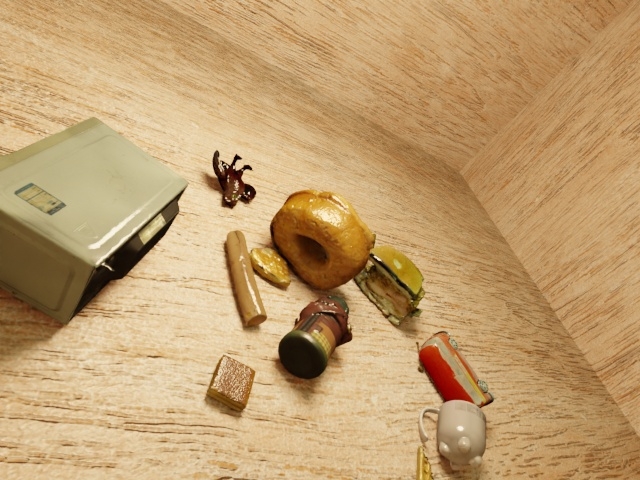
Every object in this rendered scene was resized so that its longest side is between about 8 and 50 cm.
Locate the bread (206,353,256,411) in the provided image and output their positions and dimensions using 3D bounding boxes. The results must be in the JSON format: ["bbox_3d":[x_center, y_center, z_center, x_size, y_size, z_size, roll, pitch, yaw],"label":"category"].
[{"bbox_3d":[-0.193,0.311,0.909,0.090,0.035,0.094,32,33,-15],"label":"bread"}]

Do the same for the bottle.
[{"bbox_3d":[0.007,0.240,1.110,0.156,0.143,0.271,44,31,3],"label":"bottle"}]

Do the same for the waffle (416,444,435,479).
[{"bbox_3d":[0.283,0.617,1.062,0.097,0.023,0.153,38,31,-9],"label":"waffle"}]

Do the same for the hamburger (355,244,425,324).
[{"bbox_3d":[0.257,0.146,1.461,0.288,0.168,0.192,47,34,9],"label":"hamburger"}]

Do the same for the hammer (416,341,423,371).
[{"bbox_3d":[0.332,0.388,1.397,0.029,0.014,0.123,43,29,-19],"label":"hammer"}]

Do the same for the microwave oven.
[{"bbox_3d":[-0.491,-0.047,0.853,0.286,0.218,0.355,36,32,-12],"label":"microwave oven"}]

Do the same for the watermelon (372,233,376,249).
[{"bbox_3d":[0.115,0.045,1.525,0.303,0.159,0.129,-7,94,-49],"label":"watermelon"}]

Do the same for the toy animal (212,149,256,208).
[{"bbox_3d":[-0.296,-0.188,1.373,0.218,0.116,0.180,47,49,-48],"label":"toy animal"}]

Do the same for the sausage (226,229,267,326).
[{"bbox_3d":[-0.209,0.092,1.133,0.065,0.066,0.301,11,42,-39],"label":"sausage"}]

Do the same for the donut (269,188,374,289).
[{"bbox_3d":[0.000,0.000,1.271,0.317,0.299,0.150,16,38,21],"label":"donut"}]

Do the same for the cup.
[{"bbox_3d":[0.375,0.534,1.156,0.173,0.134,0.142,41,34,-3],"label":"cup"}]

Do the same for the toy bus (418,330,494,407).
[{"bbox_3d":[0.423,0.428,1.342,0.119,0.121,0.265,-5,56,-44],"label":"toy bus"}]

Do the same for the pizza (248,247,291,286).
[{"bbox_3d":[-0.151,0.075,1.238,0.160,0.036,0.099,38,33,-6],"label":"pizza"}]
